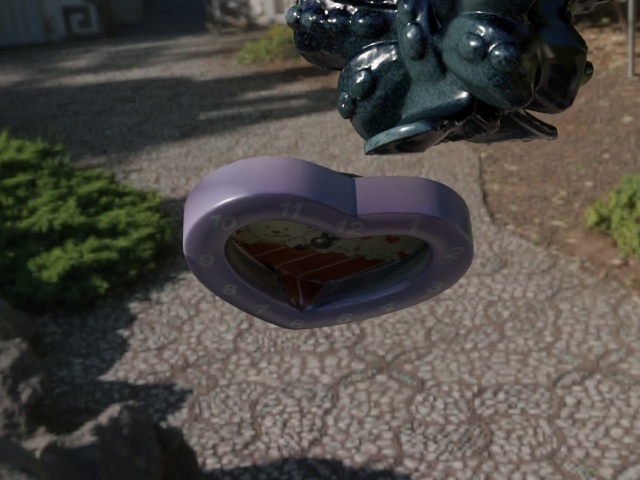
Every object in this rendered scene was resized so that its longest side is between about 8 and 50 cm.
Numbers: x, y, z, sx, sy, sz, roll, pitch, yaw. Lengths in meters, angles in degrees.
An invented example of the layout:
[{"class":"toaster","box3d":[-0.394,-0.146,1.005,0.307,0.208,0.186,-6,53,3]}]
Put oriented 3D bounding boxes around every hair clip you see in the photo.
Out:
[{"class":"hair clip","box3d":[0.119,-0.179,0.831,0.194,0.207,0.310,-3,-1,-39]}]

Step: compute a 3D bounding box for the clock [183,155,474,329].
[{"class":"clock","box3d":[0.000,0.000,0.662,0.197,0.172,0.064,7,57,-13]}]
